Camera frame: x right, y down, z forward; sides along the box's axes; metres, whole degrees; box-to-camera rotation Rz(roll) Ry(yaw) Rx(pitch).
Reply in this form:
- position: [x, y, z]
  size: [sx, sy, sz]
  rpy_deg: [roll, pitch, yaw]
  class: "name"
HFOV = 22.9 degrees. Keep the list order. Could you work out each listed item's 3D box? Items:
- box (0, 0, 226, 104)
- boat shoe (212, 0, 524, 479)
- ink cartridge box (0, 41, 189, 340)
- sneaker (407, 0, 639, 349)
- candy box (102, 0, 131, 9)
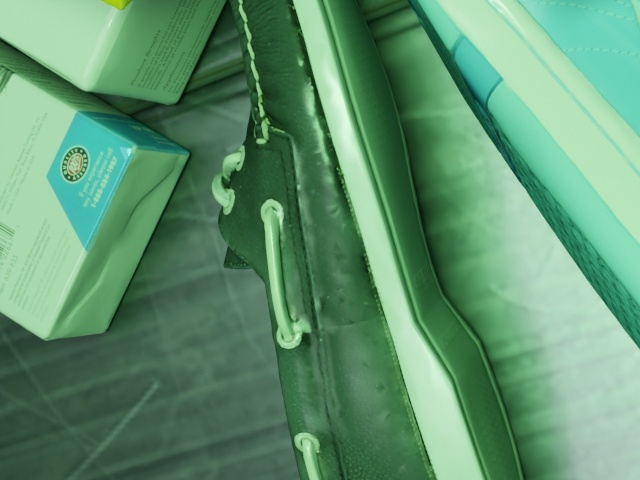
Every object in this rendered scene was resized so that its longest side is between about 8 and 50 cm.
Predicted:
- position: [-0.103, -0.131, 0.728]
  size: [0.102, 0.087, 0.101]
  rpy_deg: [31, 102, 19]
  class: "box"
- position: [0.000, 0.000, 0.675]
  size: [0.091, 0.114, 0.302]
  rpy_deg: [-19, 83, 16]
  class: "boat shoe"
- position: [-0.167, -0.041, 0.770]
  size: [0.180, 0.060, 0.104]
  rpy_deg: [31, 103, 19]
  class: "ink cartridge box"
- position: [0.153, -0.101, 0.619]
  size: [0.208, 0.127, 0.319]
  rpy_deg: [-34, 68, 4]
  class: "sneaker"
- position: [-0.062, -0.180, 0.670]
  size: [0.105, 0.206, 0.027]
  rpy_deg: [27, 143, 21]
  class: "candy box"
